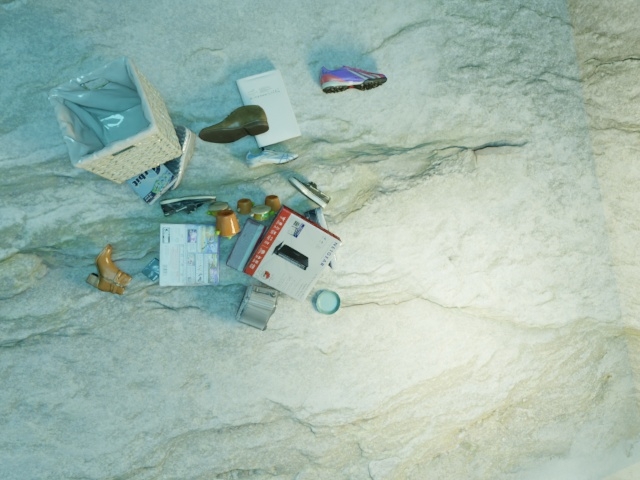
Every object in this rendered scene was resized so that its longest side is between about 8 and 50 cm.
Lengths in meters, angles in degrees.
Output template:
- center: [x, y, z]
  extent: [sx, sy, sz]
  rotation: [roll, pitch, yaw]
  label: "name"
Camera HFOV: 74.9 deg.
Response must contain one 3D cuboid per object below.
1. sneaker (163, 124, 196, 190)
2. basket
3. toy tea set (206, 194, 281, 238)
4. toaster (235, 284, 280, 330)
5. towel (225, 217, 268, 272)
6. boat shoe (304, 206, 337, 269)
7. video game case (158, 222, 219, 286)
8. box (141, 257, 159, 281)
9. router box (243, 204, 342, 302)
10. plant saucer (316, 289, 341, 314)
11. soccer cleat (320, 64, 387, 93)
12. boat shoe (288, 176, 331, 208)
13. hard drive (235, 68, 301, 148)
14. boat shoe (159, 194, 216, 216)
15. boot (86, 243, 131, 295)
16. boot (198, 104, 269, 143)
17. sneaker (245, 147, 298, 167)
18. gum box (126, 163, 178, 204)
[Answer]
- center: [-0.587, -0.341, 1.773]
  extent: [0.105, 0.115, 0.281]
  rotation: [29, 105, 17]
  label: "sneaker"
- center: [-0.758, -0.441, 1.578]
  extent: [0.329, 0.266, 0.330]
  rotation: [-24, 80, 1]
  label: "basket"
- center: [-0.317, -0.099, 1.821]
  extent: [0.337, 0.200, 0.124]
  rotation: [-10, 119, -14]
  label: "toy tea set"
- center: [-0.281, 0.297, 1.843]
  extent: [0.147, 0.129, 0.226]
  rotation: [21, 125, -10]
  label: "toaster"
- center: [-0.235, 0.073, 1.909]
  extent: [0.329, 0.037, 0.236]
  rotation: [27, 86, -14]
  label: "towel"
- center: [0.000, 0.000, 1.928]
  extent: [0.102, 0.108, 0.300]
  rotation: [-17, 104, 5]
  label: "boat shoe"
- center: [-0.566, 0.060, 1.807]
  extent: [0.245, 0.061, 0.268]
  rotation: [1, 92, -18]
  label: "video game case"
- center: [-0.718, 0.125, 1.803]
  extent: [0.067, 0.018, 0.083]
  rotation: [44, 82, -11]
  label: "box"
- center: [-0.121, 0.059, 1.829]
  extent: [0.301, 0.082, 0.335]
  rotation: [29, 102, -13]
  label: "router box"
- center: [0.037, 0.294, 1.990]
  extent: [0.120, 0.021, 0.119]
  rotation: [-1, 92, -13]
  label: "plant saucer"
- center: [0.155, -0.758, 1.932]
  extent: [0.319, 0.109, 0.116]
  rotation: [-9, 91, -10]
  label: "soccer cleat"
- center: [-0.049, -0.235, 1.922]
  extent: [0.219, 0.078, 0.070]
  rotation: [36, 85, -20]
  label: "boat shoe"
- center: [-0.232, -0.591, 1.876]
  extent: [0.203, 0.040, 0.307]
  rotation: [-20, 97, -12]
  label: "hard drive"
- center: [-0.564, -0.155, 1.800]
  extent: [0.234, 0.084, 0.078]
  rotation: [-11, 103, -10]
  label: "boat shoe"
- center: [-0.863, 0.124, 1.744]
  extent: [0.153, 0.073, 0.197]
  rotation: [25, 99, -12]
  label: "boot"
- center: [-0.380, -0.504, 1.812]
  extent: [0.306, 0.112, 0.115]
  rotation: [-12, 78, 0]
  label: "boot"
- center: [-0.215, -0.376, 1.868]
  extent: [0.238, 0.085, 0.086]
  rotation: [-9, 99, -14]
  label: "sneaker"
- center: [-0.705, -0.265, 1.708]
  extent: [0.184, 0.041, 0.157]
  rotation: [45, 87, 6]
  label: "gum box"
